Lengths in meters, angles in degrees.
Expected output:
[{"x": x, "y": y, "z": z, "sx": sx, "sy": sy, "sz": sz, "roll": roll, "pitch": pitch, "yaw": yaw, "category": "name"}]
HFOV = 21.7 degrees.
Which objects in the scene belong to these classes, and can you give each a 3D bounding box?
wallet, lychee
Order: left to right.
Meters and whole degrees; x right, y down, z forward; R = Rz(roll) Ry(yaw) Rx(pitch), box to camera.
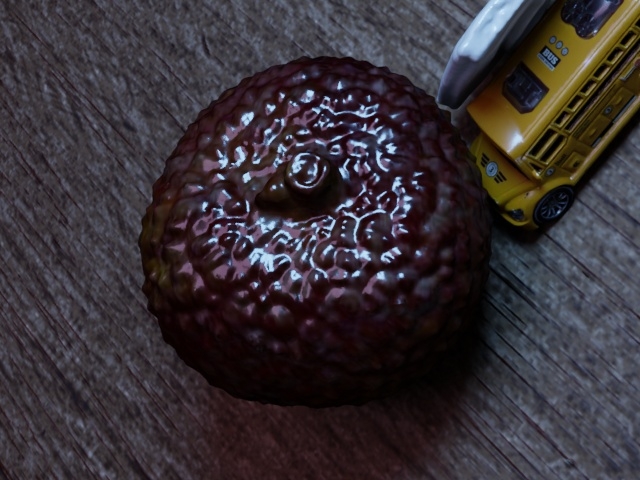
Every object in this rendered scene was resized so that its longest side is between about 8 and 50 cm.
[{"x": 0.000, "y": 0.000, "z": 1.201, "sx": 0.260, "sy": 0.260, "sz": 0.261, "roll": -14, "pitch": 68, "yaw": 37, "category": "lychee"}, {"x": 0.132, "y": -0.154, "z": 1.186, "sx": 0.032, "sy": 0.183, "sz": 0.124, "roll": 41, "pitch": 84, "yaw": 3, "category": "wallet"}]

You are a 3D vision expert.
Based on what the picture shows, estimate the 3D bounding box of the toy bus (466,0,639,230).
[{"x": 0.172, "y": -0.104, "z": 1.189, "sx": 0.194, "sy": 0.088, "sz": 0.083, "roll": -52, "pitch": 49, "yaw": 17, "category": "toy bus"}]
